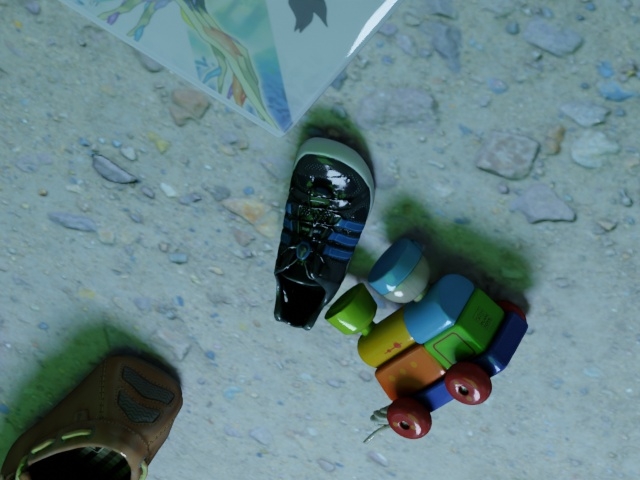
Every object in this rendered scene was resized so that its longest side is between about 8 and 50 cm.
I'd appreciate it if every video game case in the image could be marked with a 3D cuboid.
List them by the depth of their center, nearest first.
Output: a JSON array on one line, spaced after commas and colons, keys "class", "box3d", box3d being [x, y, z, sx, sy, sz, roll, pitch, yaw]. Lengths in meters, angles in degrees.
[{"class": "video game case", "box3d": [-0.096, -0.245, 1.507, 0.329, 0.036, 0.300, 31, 140, -11]}]

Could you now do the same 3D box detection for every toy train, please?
[{"class": "toy train", "box3d": [0.058, 0.099, 1.785, 0.143, 0.105, 0.248, 44, 137, -9]}]

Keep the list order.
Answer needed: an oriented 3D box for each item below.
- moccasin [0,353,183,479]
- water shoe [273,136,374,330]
[{"class": "moccasin", "box3d": [-0.258, 0.263, 2.075, 0.139, 0.147, 0.380, 34, 140, -14]}, {"class": "water shoe", "box3d": [0.000, 0.000, 1.706, 0.073, 0.080, 0.203, 15, 140, 8]}]
